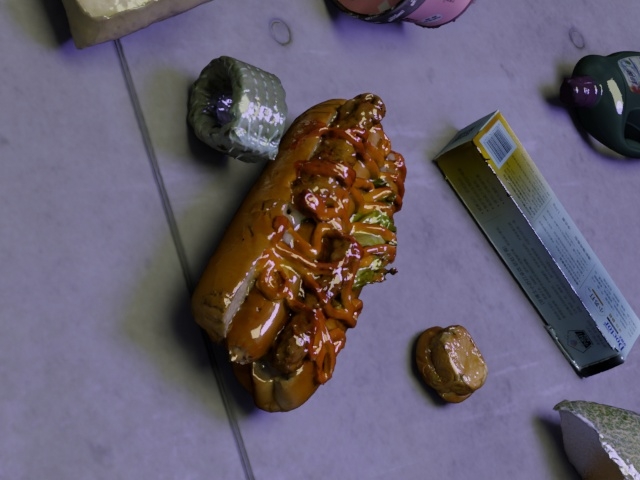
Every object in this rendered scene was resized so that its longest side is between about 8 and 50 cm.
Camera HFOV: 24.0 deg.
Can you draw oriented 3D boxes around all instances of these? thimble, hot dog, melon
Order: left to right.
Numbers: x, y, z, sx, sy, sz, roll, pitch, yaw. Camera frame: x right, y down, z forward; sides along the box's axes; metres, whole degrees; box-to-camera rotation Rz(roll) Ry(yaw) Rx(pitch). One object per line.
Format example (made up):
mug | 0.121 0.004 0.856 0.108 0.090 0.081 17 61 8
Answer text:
thimble | -0.077 -0.121 1.412 0.062 0.084 0.110 20 36 -34
hot dog | 0.000 0.000 1.402 0.158 0.117 0.349 55 41 -26
melon | 0.336 0.239 1.652 0.202 0.093 0.139 50 45 -2

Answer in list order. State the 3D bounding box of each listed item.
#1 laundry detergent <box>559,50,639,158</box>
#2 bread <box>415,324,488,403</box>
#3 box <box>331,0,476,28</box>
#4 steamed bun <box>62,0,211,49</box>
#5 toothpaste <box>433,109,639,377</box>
laundry detergent | 0.380 -0.172 1.908 0.221 0.078 0.144 -5 78 -47
bread | 0.135 0.126 1.538 0.083 0.046 0.081 32 45 -28
box | 0.097 -0.304 1.643 0.135 0.151 0.151 7 66 -52
steamed bun | -0.166 -0.299 1.394 0.231 0.110 0.212 -26 82 -19
toothpaste | 0.251 0.005 1.697 0.313 0.071 0.089 54 40 -10
